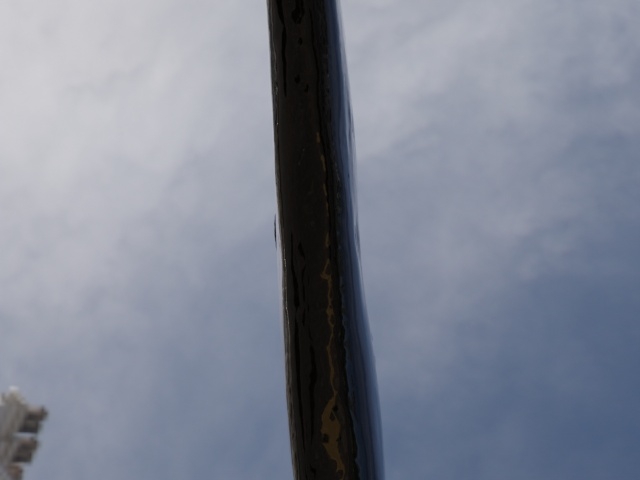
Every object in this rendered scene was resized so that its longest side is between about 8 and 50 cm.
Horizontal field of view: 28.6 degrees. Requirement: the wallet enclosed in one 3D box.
[{"bbox_3d":[0.000,0.000,0.661,0.051,0.197,0.378,-4,-95,0],"label":"wallet"}]
